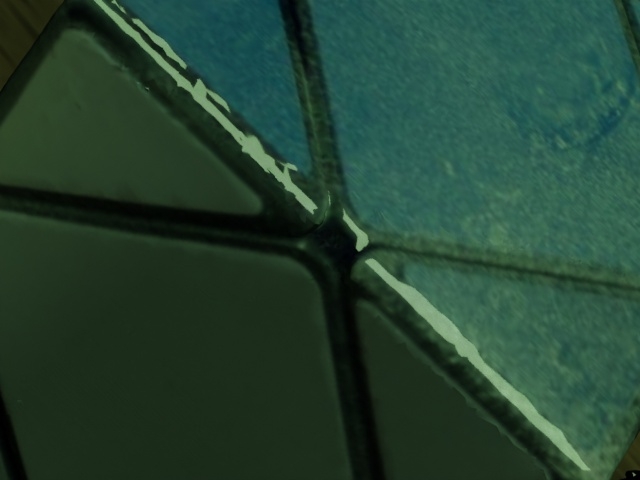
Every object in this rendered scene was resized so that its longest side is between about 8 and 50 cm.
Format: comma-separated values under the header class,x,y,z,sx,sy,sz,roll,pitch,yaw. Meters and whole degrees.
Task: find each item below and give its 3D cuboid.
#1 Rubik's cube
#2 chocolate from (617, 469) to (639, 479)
class,x,y,z,sx,sy,sz,roll,pitch,yaw
Rubik's cube,0.000,0.000,0.636,0.205,0.207,0.205,45,45,-1
chocolate,0.194,0.150,0.689,0.224,0.177,0.206,30,46,-17
